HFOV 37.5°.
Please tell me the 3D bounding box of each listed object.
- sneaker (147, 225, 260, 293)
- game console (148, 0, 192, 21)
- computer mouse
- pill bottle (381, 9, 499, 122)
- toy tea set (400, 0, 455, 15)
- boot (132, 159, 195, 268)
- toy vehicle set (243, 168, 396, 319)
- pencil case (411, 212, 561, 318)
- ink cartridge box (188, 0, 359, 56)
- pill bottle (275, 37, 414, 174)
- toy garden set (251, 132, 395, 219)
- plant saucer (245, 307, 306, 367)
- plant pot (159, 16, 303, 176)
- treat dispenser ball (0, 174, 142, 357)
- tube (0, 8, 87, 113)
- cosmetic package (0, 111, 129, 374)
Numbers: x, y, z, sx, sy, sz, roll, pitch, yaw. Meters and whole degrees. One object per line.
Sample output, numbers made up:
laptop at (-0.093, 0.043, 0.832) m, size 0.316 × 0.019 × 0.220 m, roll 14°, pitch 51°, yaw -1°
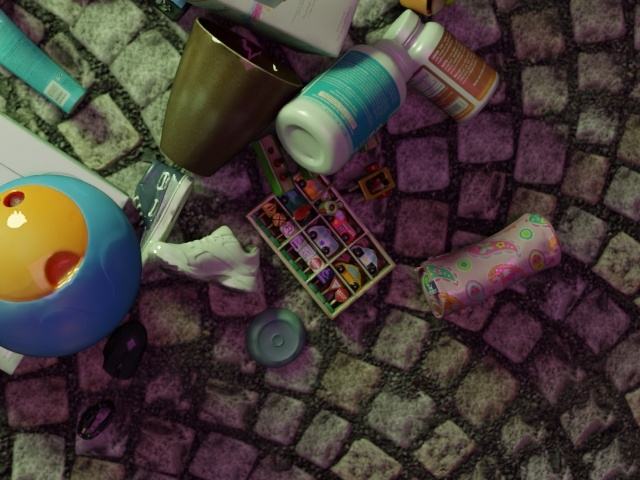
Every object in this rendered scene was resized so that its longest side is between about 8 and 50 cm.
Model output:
sneaker at (-0.209, 0.023, 1.730) m, size 0.232 × 0.090 × 0.115 m, roll 18°, pitch 78°, yaw -38°
game console at (-0.261, -0.469, 1.662) m, size 0.107 × 0.071 × 0.122 m, roll 40°, pitch 88°, yaw 3°
computer mouse at (-0.388, 0.263, 1.750) m, size 0.071 × 0.041 × 0.242 m, roll 23°, pitch 93°, yaw -15°
pill bottle at (0.219, -0.329, 1.768) m, size 0.216 × 0.121 × 0.121 m, roll 36°, pitch 88°, yaw -15°
toy tea set at (0.219, -0.550, 1.649) m, size 0.124 × 0.336 × 0.200 m, roll 18°, pitch 59°, yaw 19°
boot at (-0.310, -0.049, 1.722) m, size 0.086 × 0.069 × 0.190 m, roll 29°, pitch 90°, yaw 2°
toy vehicle set at (0.000, 0.000, 1.805) m, size 0.166 × 0.035 × 0.267 m, roll -41°, pitch 104°, yaw -5°
pencil case at (0.325, 0.047, 1.844) m, size 0.284 × 0.124 × 0.124 m, roll -24°, pitch 102°, yaw -8°
ink cartridge box at (-0.135, -0.435, 1.601) m, size 0.353 × 0.207 × 0.119 m, roll 20°, pitch 94°, yaw -25°
pill bottle at (0.053, -0.246, 1.665) m, size 0.264 × 0.146 × 0.146 m, roll -46°, pitch 105°, yaw -26°
toy garden set at (0.022, -0.138, 1.745) m, size 0.244 × 0.049 × 0.204 m, roll -29°, pitch 103°, yaw -27°
plant saucer at (-0.084, 0.190, 1.819) m, size 0.119 × 0.021 × 0.119 m, roll -2°, pitch 97°, yaw -13°
plant pot at (-0.181, -0.236, 1.663) m, size 0.215 × 0.215 × 0.230 m, roll 29°, pitch 106°, yaw -15°
treat dispenser ball at (-0.427, 0.039, 1.486) m, size 0.288 × 0.288 × 0.288 m, roll -2°, pitch 98°, yaw -13°
tube at (-0.505, -0.307, 1.646) m, size 0.207 × 0.052 × 0.080 m, roll 40°, pitch 83°, yaw -9°
cosmetic package at (-0.556, 0.001, 1.651) m, size 0.284 × 0.097 × 0.377 m, roll 33°, pitch 89°, yaw -13°
